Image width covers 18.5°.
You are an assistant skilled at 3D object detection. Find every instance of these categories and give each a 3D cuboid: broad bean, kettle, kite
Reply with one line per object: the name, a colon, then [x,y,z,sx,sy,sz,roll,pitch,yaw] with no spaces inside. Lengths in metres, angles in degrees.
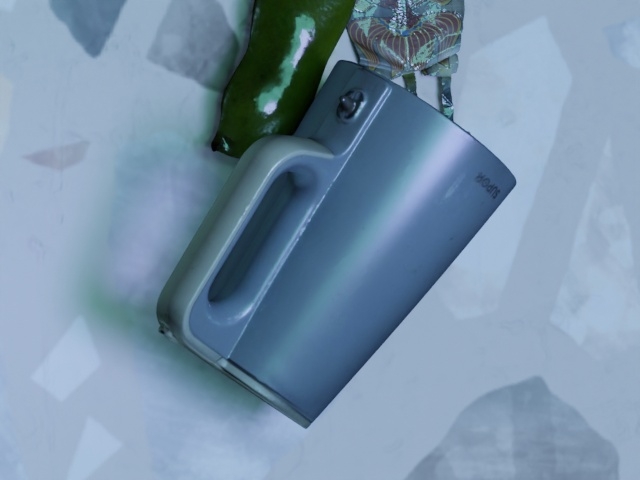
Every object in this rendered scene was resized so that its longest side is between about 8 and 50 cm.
broad bean: [0.009,-0.192,1.484,0.098,0.056,0.318,40,76,-12]
kettle: [0.000,0.000,1.415,0.243,0.160,0.210,-55,146,-6]
kite: [0.065,-0.135,1.542,0.127,0.016,0.229,-3,89,-23]
